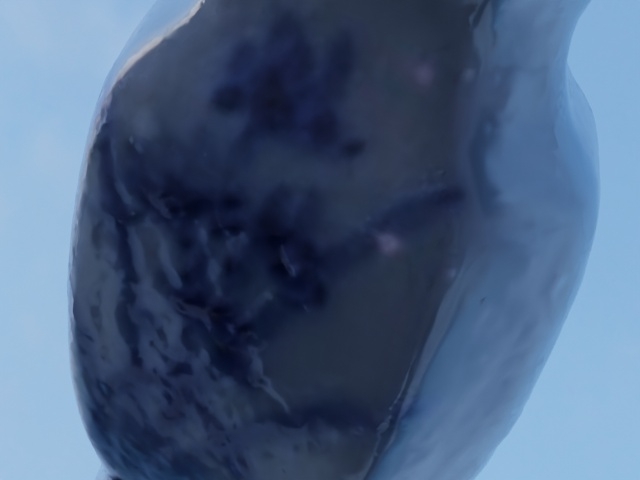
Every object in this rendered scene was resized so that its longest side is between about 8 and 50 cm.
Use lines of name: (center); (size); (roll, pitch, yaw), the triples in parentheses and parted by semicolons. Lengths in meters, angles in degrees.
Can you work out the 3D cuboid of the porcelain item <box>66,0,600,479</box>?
porcelain item: (0.000, 0.000, 0.643); (0.242, 0.178, 0.405); (27, -60, 19)
